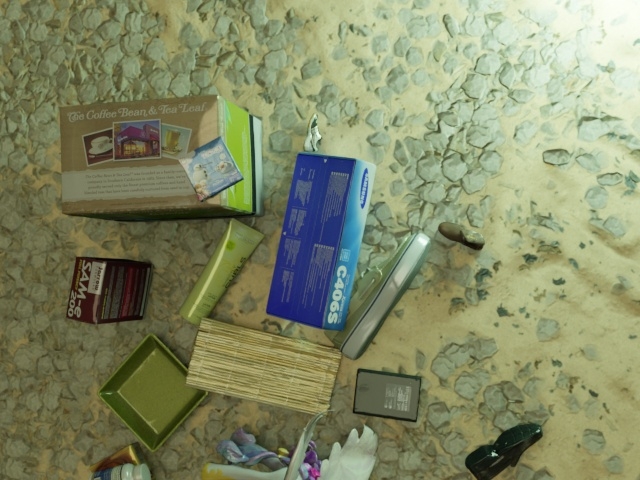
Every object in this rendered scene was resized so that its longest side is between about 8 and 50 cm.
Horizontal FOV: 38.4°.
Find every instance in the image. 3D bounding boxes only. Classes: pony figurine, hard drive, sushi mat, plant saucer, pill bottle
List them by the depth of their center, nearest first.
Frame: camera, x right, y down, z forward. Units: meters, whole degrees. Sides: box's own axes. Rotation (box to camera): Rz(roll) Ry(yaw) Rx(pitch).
[{"bbox_3d":[-0.061,0.500,1.826,0.363,0.302,0.351,8,75,36],"label":"pony figurine"},{"bbox_3d":[0.138,0.321,1.913,0.135,0.022,0.094,6,89,12],"label":"hard drive"},{"bbox_3d":[-0.423,0.510,1.945,0.120,0.067,0.067,-16,84,9],"label":"pill bottle"},{"bbox_3d":[-0.122,0.268,1.947,0.316,0.019,0.152,12,90,3],"label":"sushi mat"},{"bbox_3d":[-0.360,0.329,2.004,0.188,0.045,0.188,43,96,10],"label":"plant saucer"}]

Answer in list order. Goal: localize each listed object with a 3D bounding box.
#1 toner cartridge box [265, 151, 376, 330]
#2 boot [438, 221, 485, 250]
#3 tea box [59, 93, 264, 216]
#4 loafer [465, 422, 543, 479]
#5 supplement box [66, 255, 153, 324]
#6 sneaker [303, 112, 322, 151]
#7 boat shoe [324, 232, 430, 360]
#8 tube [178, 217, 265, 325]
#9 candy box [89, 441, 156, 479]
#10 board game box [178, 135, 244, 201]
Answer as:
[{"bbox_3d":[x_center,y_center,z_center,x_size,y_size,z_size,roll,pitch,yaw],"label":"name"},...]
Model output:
[{"bbox_3d":[0.000,0.000,1.898,0.165,0.075,0.348,12,90,40],"label":"toner cartridge box"},{"bbox_3d":[0.283,-0.013,1.852,0.106,0.114,0.037,24,92,12],"label":"boot"},{"bbox_3d":[-0.311,-0.156,1.877,0.328,0.323,0.220,-3,87,12],"label":"tea box"},{"bbox_3d":[0.376,0.426,1.847,0.170,0.062,0.061,-32,104,12],"label":"loafer"},{"bbox_3d":[-0.438,0.103,1.932,0.073,0.239,0.130,9,89,12],"label":"supplement box"},{"bbox_3d":[-0.012,-0.230,1.971,0.036,0.032,0.083,12,95,-2],"label":"sneaker"},{"bbox_3d":[0.114,0.104,1.888,0.094,0.109,0.302,35,97,13],"label":"boat shoe"},{"bbox_3d":[-0.218,0.070,1.976,0.062,0.070,0.240,34,94,12],"label":"tube"},{"bbox_3d":[-0.410,0.548,2.001,0.109,0.053,0.187,-30,83,8],"label":"candy box"},{"bbox_3d":[-0.200,-0.130,1.681,0.090,0.020,0.090,-29,86,1],"label":"board game box"}]
